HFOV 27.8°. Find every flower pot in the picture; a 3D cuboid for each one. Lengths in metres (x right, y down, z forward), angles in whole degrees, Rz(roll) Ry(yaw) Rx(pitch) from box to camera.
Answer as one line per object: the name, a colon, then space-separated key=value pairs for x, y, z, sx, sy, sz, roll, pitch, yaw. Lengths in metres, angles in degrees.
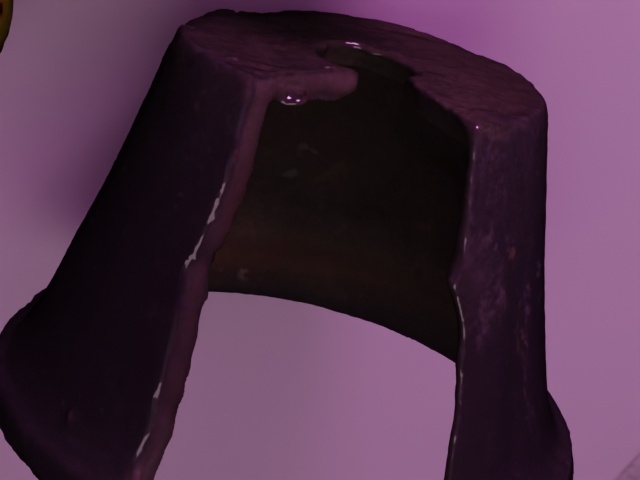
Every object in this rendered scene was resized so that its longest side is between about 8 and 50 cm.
flower pot: x=0.000 y=0.000 z=0.805 sx=0.379 sy=0.379 sz=0.251 roll=6 pitch=113 yaw=-13

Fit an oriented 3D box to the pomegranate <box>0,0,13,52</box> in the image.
pomegranate: x=-0.243 y=-0.136 z=0.669 sx=0.202 sy=0.248 sz=0.202 roll=-10 pitch=107 yaw=-36
